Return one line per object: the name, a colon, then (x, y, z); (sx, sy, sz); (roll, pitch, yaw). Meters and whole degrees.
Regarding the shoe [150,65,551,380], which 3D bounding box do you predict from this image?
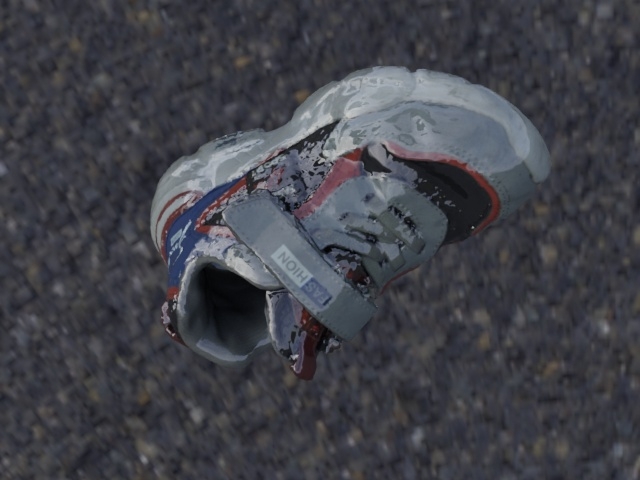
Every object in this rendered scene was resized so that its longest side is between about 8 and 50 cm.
shoe: (0.000, 0.000, 0.874); (0.228, 0.099, 0.125); (-19, 37, 33)
